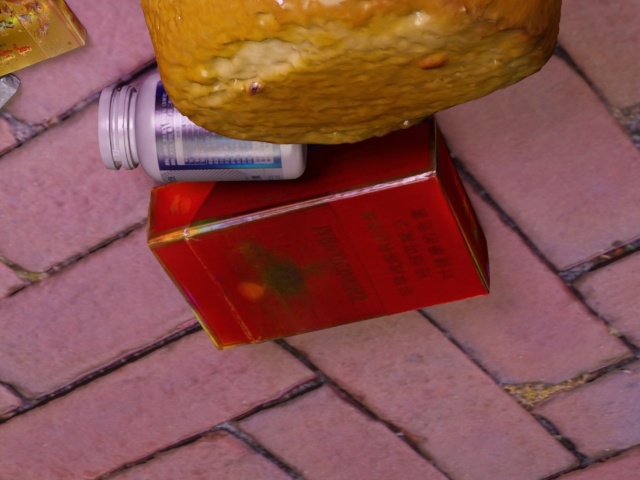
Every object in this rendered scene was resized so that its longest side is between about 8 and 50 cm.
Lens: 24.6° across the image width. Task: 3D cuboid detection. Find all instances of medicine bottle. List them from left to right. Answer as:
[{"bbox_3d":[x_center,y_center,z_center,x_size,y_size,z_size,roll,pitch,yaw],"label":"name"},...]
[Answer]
[{"bbox_3d":[-0.111,-0.109,1.403,0.192,0.107,0.107,-1,138,3],"label":"medicine bottle"}]

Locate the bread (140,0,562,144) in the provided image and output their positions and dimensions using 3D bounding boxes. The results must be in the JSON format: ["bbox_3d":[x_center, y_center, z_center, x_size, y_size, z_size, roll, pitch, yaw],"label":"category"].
[{"bbox_3d":[0.030,-0.204,1.148,0.337,0.204,0.358,3,162,-46],"label":"bread"}]

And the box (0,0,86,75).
[{"bbox_3d":[-0.308,-0.195,1.378,0.156,0.022,0.089,-15,136,18],"label":"box"}]

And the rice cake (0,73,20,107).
[{"bbox_3d":[-0.340,-0.126,1.457,0.022,0.021,0.121,35,127,-25],"label":"rice cake"}]

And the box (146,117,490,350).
[{"bbox_3d":[0.000,-0.001,1.533,0.313,0.089,0.197,-13,138,15],"label":"box"}]
